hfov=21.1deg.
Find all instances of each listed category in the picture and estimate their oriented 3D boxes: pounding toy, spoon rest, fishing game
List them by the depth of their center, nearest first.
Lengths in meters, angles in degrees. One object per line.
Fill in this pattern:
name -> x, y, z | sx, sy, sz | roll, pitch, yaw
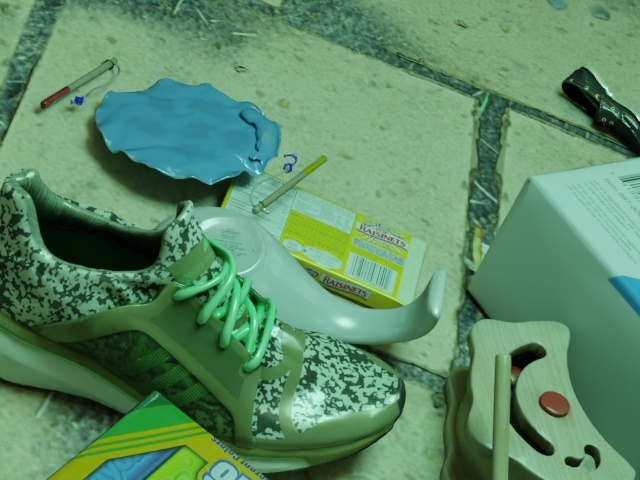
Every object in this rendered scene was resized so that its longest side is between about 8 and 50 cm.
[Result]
pounding toy -> 0.200, 0.160, 1.493 | 0.154, 0.155, 0.269 | 16, 39, -7
spoon rest -> -0.029, 0.043, 1.567 | 0.276, 0.084, 0.137 | 13, 50, 1
fishing game -> -0.131, -0.103, 1.689 | 0.264, 0.041, 0.189 | 24, 34, 15

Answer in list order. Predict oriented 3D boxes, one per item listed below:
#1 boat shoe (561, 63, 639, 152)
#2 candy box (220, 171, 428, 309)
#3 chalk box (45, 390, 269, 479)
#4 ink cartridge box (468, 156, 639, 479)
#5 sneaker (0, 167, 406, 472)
boat shoe -> 0.338, -0.148, 2.024 | 0.042, 0.049, 0.133 | -36, 73, -19
candy box -> 0.000, 0.000, 1.665 | 0.205, 0.027, 0.105 | 24, 36, -4
chalk box -> -0.151, 0.273, 1.142 | 0.179, 0.180, 0.289 | 36, 40, 12
ink cartridge box -> 0.394, 0.061, 1.711 | 0.394, 0.166, 0.285 | -10, 51, -37
sneaker -> -0.110, 0.059, 1.405 | 0.410, 0.182, 0.158 | 18, 41, -11
